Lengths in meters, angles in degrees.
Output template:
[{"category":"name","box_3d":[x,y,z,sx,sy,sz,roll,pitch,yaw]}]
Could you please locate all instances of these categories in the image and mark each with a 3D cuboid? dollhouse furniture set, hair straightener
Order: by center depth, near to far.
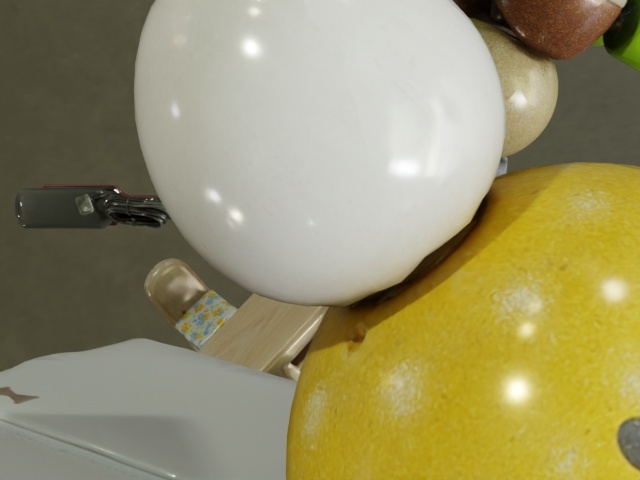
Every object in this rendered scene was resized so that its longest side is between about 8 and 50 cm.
[{"category":"hair straightener","box_3d":[-0.191,-0.023,1.584,0.230,0.089,0.047,7,100,26]},{"category":"dollhouse furniture set","box_3d":[0.000,0.000,2.062,0.394,0.256,0.362,-46,40,-10]}]

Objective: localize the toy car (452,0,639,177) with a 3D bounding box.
[{"category":"toy car","box_3d":[0.099,-0.105,1.033,0.155,0.149,0.188,25,101,-20]}]

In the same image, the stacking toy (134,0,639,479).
[{"category":"stacking toy","box_3d":[0.101,0.098,0.593,0.350,0.351,0.480,-34,108,25]}]

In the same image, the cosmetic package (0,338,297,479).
[{"category":"cosmetic package","box_3d":[-0.128,0.321,1.363,0.327,0.329,0.394,15,101,22]}]
